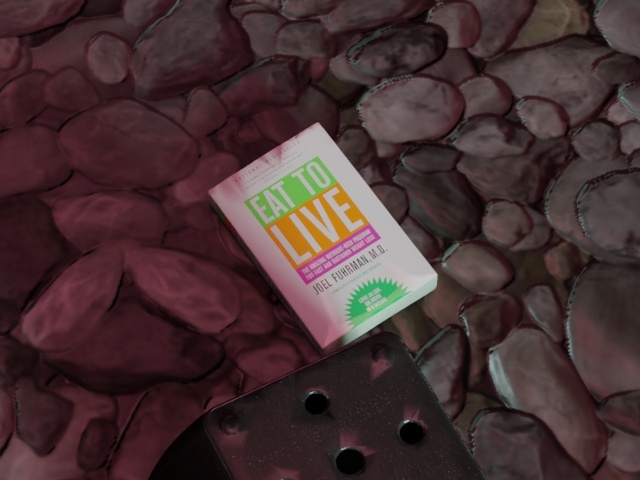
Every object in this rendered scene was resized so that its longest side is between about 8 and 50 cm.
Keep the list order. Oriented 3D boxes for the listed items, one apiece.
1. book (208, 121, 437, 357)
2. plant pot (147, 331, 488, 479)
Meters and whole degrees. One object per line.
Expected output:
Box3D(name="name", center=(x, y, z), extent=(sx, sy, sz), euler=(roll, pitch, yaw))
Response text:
Box3D(name="book", center=(0.000, 0.000, 1.162), extent=(0.096, 0.035, 0.144), euler=(-32, 68, -16))
Box3D(name="plant pot", center=(0.013, 0.162, 0.988), extent=(0.188, 0.167, 0.187), euler=(-22, 64, -17))
